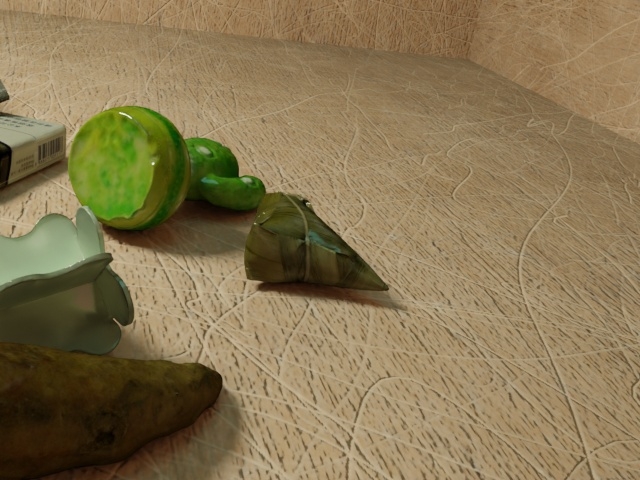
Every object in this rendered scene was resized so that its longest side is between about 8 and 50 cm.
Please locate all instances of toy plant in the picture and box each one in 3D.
[{"bbox_3d":[-0.238,-0.110,1.247,0.224,0.185,0.315,26,12,25],"label":"toy plant"}]

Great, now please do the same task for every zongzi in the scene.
[{"bbox_3d":[0.000,0.000,1.130,0.204,0.094,0.205,12,22,-3],"label":"zongzi"}]

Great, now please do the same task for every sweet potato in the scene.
[{"bbox_3d":[-0.253,0.145,0.670,0.422,0.131,0.130,1,23,-36],"label":"sweet potato"}]

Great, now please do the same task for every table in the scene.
[{"bbox_3d":[-0.318,0.067,0.789,0.198,0.167,0.166,-20,36,-36],"label":"table"}]

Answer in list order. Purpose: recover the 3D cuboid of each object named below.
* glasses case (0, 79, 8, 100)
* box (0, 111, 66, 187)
[{"bbox_3d":[-0.652,-0.231,1.358,0.204,0.047,0.071,-28,14,-16],"label":"glasses case"},{"bbox_3d":[-0.564,-0.150,1.293,0.168,0.071,0.259,13,21,9],"label":"box"}]
